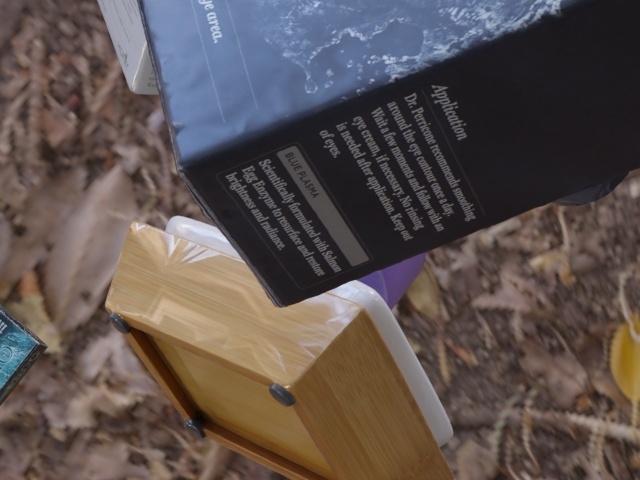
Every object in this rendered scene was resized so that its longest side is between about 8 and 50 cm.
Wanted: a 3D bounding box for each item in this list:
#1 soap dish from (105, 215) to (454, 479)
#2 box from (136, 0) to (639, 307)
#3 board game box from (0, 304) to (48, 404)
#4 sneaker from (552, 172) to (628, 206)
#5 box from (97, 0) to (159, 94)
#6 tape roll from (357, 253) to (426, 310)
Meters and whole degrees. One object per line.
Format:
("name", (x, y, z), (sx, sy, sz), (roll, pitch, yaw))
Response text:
("soap dish", (-0.041, 0.112, 1.497), (0.291, 0.229, 0.118), (19, 59, 42))
("box", (0.027, -0.088, 0.533), (0.158, 0.093, 0.156), (-22, 56, 8))
("board game box", (-0.358, 0.131, 1.589), (0.126, 0.026, 0.186), (39, 90, 16))
("sneaker", (0.158, -0.183, 1.029), (0.112, 0.131, 0.319), (10, 89, 27))
("box", (-0.053, -0.135, 0.880), (0.101, 0.087, 0.102), (1, 40, -24))
("tape roll", (0.000, 0.000, 1.616), (0.189, 0.189, 0.080), (22, 50, 22))
